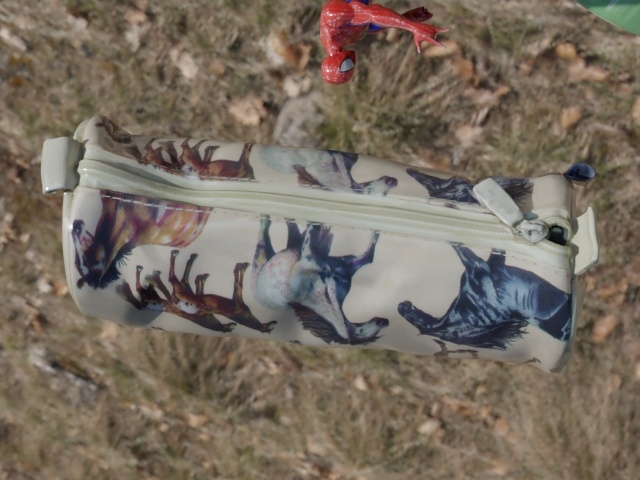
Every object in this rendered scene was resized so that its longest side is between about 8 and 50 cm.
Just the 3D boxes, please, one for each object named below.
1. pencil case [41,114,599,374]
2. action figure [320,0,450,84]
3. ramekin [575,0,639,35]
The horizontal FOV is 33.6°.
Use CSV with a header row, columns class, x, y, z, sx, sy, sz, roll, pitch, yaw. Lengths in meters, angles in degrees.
class,x,y,z,sx,sy,sz,roll,pitch,yaw
pencil case,0.000,0.000,0.815,0.410,0.160,0.184,7,146,3
action figure,0.083,-0.277,1.082,0.139,0.280,0.091,18,168,4
ramekin,0.338,-0.347,1.092,0.303,0.303,0.148,28,134,-8
